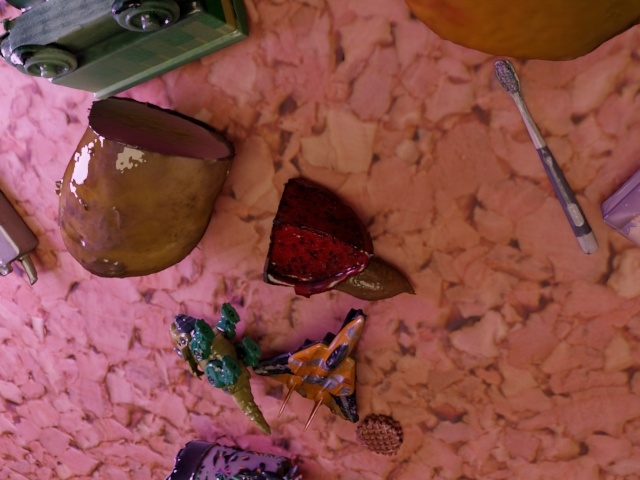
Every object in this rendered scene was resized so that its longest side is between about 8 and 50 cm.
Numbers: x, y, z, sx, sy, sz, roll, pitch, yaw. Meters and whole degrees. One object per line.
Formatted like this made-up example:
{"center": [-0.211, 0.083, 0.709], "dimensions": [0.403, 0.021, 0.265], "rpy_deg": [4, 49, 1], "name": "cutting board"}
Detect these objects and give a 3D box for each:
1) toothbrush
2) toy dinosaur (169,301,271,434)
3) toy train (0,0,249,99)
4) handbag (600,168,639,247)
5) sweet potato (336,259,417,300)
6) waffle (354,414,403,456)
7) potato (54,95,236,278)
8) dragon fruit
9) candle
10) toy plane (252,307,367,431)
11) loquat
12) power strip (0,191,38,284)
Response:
{"center": [0.294, -0.102, 0.725], "dimensions": [0.024, 0.026, 0.288], "rpy_deg": [-24, 105, 27], "name": "toothbrush"}
{"center": [-0.154, 0.212, 0.940], "dimensions": [0.259, 0.094, 0.153], "rpy_deg": [47, 138, 8], "name": "toy dinosaur"}
{"center": [-0.251, -0.277, 0.707], "dimensions": [0.301, 0.202, 0.120], "rpy_deg": [-15, 89, 21], "name": "toy train"}
{"center": [0.447, -0.021, 0.685], "dimensions": [0.173, 0.095, 0.117], "rpy_deg": [40, 124, 5], "name": "handbag"}
{"center": [0.033, 0.049, 0.848], "dimensions": [0.226, 0.068, 0.068], "rpy_deg": [11, 116, 14], "name": "sweet potato"}
{"center": [0.101, 0.338, 0.976], "dimensions": [0.083, 0.029, 0.075], "rpy_deg": [22, 117, 8], "name": "waffle"}
{"center": [-0.264, -0.053, 0.811], "dimensions": [0.229, 0.229, 0.265], "rpy_deg": [24, 117, 5], "name": "potato"}
{"center": [-0.001, 0.001, 0.814], "dimensions": [0.161, 0.127, 0.120], "rpy_deg": [18, 135, 5], "name": "dragon fruit"}
{"center": [-0.120, 0.475, 1.011], "dimensions": [0.331, 0.187, 0.187], "rpy_deg": [6, 115, 12], "name": "candle"}
{"center": [0.014, 0.181, 0.872], "dimensions": [0.204, 0.103, 0.316], "rpy_deg": [28, 134, 1], "name": "toy plane"}
{"center": [0.212, -0.303, 0.534], "dimensions": [0.284, 0.276, 0.276], "rpy_deg": [33, 118, -4], "name": "loquat"}
{"center": [-0.592, -0.041, 0.992], "dimensions": [0.093, 0.053, 0.288], "rpy_deg": [-25, 105, 23], "name": "power strip"}
